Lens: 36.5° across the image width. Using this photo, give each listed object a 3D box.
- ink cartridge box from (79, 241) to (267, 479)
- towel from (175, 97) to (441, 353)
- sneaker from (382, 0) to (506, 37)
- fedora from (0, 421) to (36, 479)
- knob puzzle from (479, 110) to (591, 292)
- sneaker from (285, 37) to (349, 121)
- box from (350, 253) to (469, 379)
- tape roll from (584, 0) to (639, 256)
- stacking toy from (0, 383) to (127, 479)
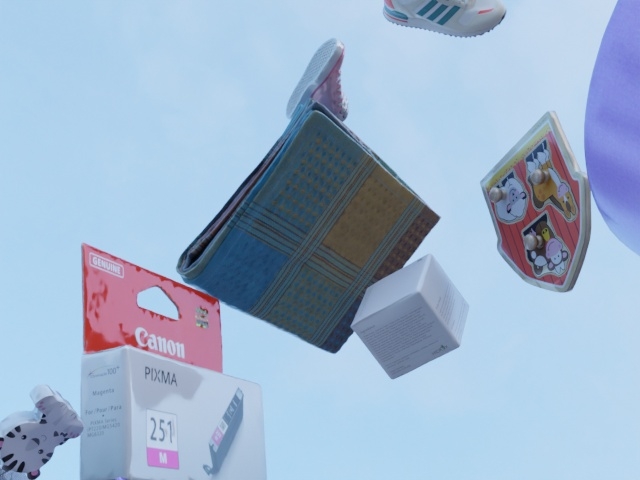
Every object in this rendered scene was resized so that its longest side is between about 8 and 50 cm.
[{"bbox_3d":[-0.148,0.144,1.026,0.060,0.239,0.275,-12,-20,22],"label":"ink cartridge box"},{"bbox_3d":[0.000,0.000,1.284,0.271,0.040,0.370,-52,-37,3],"label":"towel"},{"bbox_3d":[0.152,-0.305,1.217,0.161,0.057,0.075,12,-30,19],"label":"sneaker"},{"bbox_3d":[-0.375,0.338,1.086,0.124,0.244,0.275,37,-37,9],"label":"fedora"},{"bbox_3d":[0.255,-0.027,1.157,0.030,0.213,0.213,-5,-55,-25],"label":"knob puzzle"},{"bbox_3d":[0.014,-0.190,1.193,0.070,0.051,0.134,17,-42,-20],"label":"sneaker"},{"bbox_3d":[0.107,0.089,1.141,0.102,0.101,0.087,-30,-76,26],"label":"box"},{"bbox_3d":[0.279,-0.085,0.520,0.275,0.090,0.274,-14,-57,-22],"label":"tape roll"},{"bbox_3d":[-0.092,0.189,0.550,0.052,0.167,0.221,-43,-58,-11],"label":"stacking toy"}]
